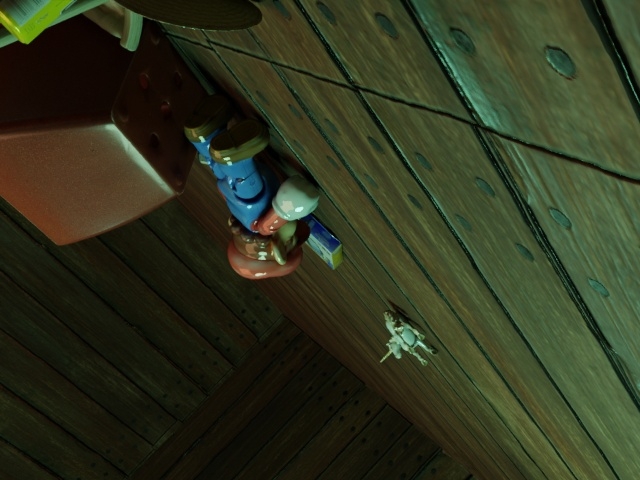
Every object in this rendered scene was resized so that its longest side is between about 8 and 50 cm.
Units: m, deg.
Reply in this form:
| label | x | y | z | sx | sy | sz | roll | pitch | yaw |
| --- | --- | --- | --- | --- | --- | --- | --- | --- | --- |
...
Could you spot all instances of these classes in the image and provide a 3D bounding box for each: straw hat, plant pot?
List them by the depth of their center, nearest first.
| label | x | y | z | sx | sy | sz | roll | pitch | yaw |
| --- | --- | --- | --- | --- | --- | --- | --- | --- | --- |
| straw hat | -0.114 | -0.232 | 0.718 | 0.144 | 0.144 | 0.061 | 39 | 127 | 35 |
| plant pot | -0.314 | -0.176 | 1.212 | 0.236 | 0.267 | 0.267 | -4 | 146 | 26 |

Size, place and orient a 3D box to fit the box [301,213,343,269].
| label | x | y | z | sx | sy | sz | roll | pitch | yaw |
| --- | --- | --- | --- | --- | --- | --- | --- | --- | --- |
| box | 0.000 | 0.000 | 1.418 | 0.081 | 0.028 | 0.136 | 43 | 173 | 12 |

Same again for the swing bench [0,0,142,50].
| label | x | y | z | sx | sy | sz | roll | pitch | yaw |
| --- | --- | --- | --- | --- | --- | --- | --- | --- | --- |
| swing bench | -0.384 | -0.340 | 1.034 | 0.253 | 0.255 | 0.165 | 37 | 130 | 37 |

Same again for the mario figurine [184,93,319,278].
| label | x | y | z | sx | sy | sz | roll | pitch | yaw |
| --- | --- | --- | --- | --- | --- | --- | --- | --- | --- |
| mario figurine | -0.081 | -0.078 | 1.257 | 0.320 | 0.170 | 0.198 | 72 | -171 | -50 |

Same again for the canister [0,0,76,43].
| label | x | y | z | sx | sy | sz | roll | pitch | yaw |
| --- | --- | --- | --- | --- | --- | --- | --- | --- | --- |
| canister | -0.258 | -0.284 | 0.799 | 0.126 | 0.170 | 0.073 | 45 | 171 | 0 |

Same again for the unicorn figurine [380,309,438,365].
| label | x | y | z | sx | sy | sz | roll | pitch | yaw |
| --- | --- | --- | --- | --- | --- | --- | --- | --- | --- |
| unicorn figurine | 0.147 | 0.171 | 1.475 | 0.111 | 0.060 | 0.162 | 37 | 152 | 44 |

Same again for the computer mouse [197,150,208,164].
| label | x | y | z | sx | sy | sz | roll | pitch | yaw |
| --- | --- | --- | --- | --- | --- | --- | --- | --- | --- |
| computer mouse | -0.251 | -0.206 | 1.534 | 0.184 | 0.060 | 0.262 | 48 | 160 | 4 |
